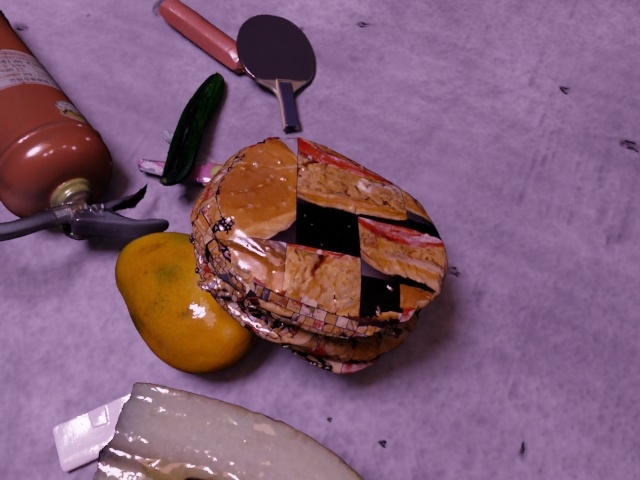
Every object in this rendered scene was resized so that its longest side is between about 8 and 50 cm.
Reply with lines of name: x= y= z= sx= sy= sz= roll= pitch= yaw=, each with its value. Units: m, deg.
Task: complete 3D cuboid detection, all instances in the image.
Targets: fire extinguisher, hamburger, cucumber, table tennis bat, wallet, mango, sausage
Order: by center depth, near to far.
hamburger: x=0.000 y=0.000 z=0.506 sx=0.231 sy=0.107 sz=0.231 roll=13 pitch=49 yaw=-15
wallet: x=-0.195 y=0.172 z=0.519 sx=0.083 sy=0.011 sz=0.044 roll=-22 pitch=67 yaw=-9
mango: x=-0.122 y=0.049 z=0.533 sx=0.111 sy=0.089 sz=0.163 roll=-29 pitch=62 yaw=-13
fire extinguisher: x=-0.337 y=-0.109 z=0.583 sx=0.200 sy=0.113 sz=0.376 roll=-34 pitch=70 yaw=-26
cucumber: x=-0.140 y=-0.124 z=0.627 sx=0.036 sy=0.033 sz=0.184 roll=-7 pitch=51 yaw=25
table tennis bat: x=-0.048 y=-0.199 z=0.673 sx=0.095 sy=0.014 sz=0.158 roll=-3 pitch=71 yaw=-24
sausage: x=-0.140 y=-0.249 z=0.697 sx=0.147 sy=0.035 sz=0.030 roll=38 pitch=48 yaw=16

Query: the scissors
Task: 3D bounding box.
scissors: x=-0.105 y=-0.066 z=0.621 sx=0.187 sy=0.020 sz=0.133 roll=24 pitch=62 yaw=11

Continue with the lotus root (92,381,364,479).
lotus root: x=-0.051 y=0.268 z=0.409 sx=0.260 sy=0.149 sz=0.267 roll=12 pitch=48 yaw=1
